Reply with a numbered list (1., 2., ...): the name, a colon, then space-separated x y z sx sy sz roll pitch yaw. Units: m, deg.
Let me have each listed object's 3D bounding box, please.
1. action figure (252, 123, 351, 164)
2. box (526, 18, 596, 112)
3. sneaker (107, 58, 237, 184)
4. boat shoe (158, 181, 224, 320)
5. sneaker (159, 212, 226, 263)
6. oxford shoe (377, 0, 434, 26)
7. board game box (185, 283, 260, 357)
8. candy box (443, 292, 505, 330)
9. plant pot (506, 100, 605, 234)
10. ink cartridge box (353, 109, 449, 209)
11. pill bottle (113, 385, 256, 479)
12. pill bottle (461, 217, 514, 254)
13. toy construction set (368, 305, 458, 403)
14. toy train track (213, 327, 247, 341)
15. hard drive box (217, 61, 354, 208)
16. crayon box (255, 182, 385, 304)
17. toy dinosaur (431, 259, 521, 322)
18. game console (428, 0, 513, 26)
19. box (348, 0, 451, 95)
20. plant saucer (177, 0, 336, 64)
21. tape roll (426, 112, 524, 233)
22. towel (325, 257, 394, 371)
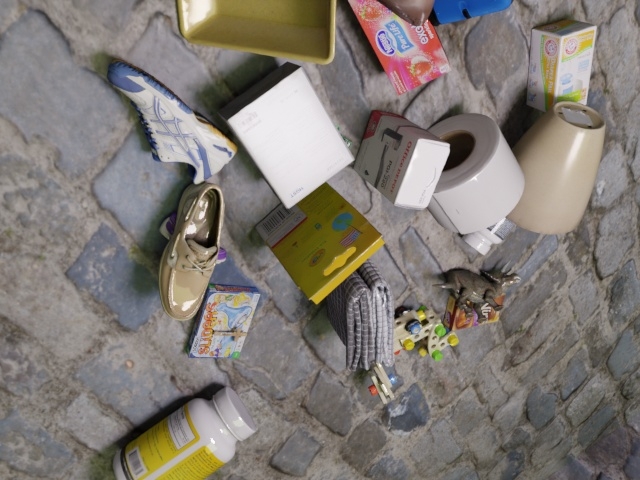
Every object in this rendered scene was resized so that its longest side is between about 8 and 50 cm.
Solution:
1. action figure: -0.031 -0.226 1.270 0.232 0.063 0.137 -1 115 -31
2. box: 0.605 -0.438 1.440 0.114 0.103 0.203 -20 125 -16
3. sneaker: -0.299 -0.216 1.102 0.131 0.112 0.296 -47 127 5
4. boat shoe: -0.265 0.025 1.197 0.109 0.098 0.302 13 89 -29
5. sneaker: -0.273 -0.004 1.272 0.170 0.068 0.071 34 94 -37
6. oxford shoe: 0.073 -0.507 0.994 0.130 0.363 0.132 -29 152 -3
7. board game box: -0.246 0.205 1.429 0.136 0.035 0.201 7 115 -30
8. candy box: 0.488 0.214 1.804 0.187 0.053 0.109 -8 120 -25
9. plant pot: 0.591 -0.199 1.437 0.257 0.256 0.274 -12 139 -21
10. ink cartridge box: 0.178 -0.186 1.297 0.092 0.218 0.158 5 115 -29
11. pill bottle: -0.344 0.533 1.478 0.334 0.188 0.188 -34 128 -5
12. pill bottle: 0.487 -0.052 1.608 0.108 0.108 0.180 30 102 -37
13. toy construction set: 0.251 0.320 1.696 0.328 0.151 0.215 -36 129 -18
14. toy train track: -0.225 0.231 1.424 0.083 0.014 0.048 6 123 -24
15. hard drive box: -0.067 -0.212 1.165 0.181 0.089 0.232 -36 122 -5
16. crayon box: 0.000 0.000 1.253 0.202 0.318 0.081 -41 128 1
17. toy dinosaur: 0.447 0.147 1.702 0.314 0.160 0.121 5 141 -17
18. game console: 0.229 -0.566 1.028 0.173 0.250 0.293 -49 125 -27
19. box: 0.158 -0.447 1.169 0.128 0.122 0.257 -23 131 18
20. plant saucer: -0.100 -0.491 0.957 0.081 0.333 0.332 -40 140 -48
21. tape roll: 0.347 -0.164 1.383 0.246 0.246 0.169 -43 128 2
22. towel: 0.084 0.166 1.452 0.121 0.235 0.283 -14 123 -15
